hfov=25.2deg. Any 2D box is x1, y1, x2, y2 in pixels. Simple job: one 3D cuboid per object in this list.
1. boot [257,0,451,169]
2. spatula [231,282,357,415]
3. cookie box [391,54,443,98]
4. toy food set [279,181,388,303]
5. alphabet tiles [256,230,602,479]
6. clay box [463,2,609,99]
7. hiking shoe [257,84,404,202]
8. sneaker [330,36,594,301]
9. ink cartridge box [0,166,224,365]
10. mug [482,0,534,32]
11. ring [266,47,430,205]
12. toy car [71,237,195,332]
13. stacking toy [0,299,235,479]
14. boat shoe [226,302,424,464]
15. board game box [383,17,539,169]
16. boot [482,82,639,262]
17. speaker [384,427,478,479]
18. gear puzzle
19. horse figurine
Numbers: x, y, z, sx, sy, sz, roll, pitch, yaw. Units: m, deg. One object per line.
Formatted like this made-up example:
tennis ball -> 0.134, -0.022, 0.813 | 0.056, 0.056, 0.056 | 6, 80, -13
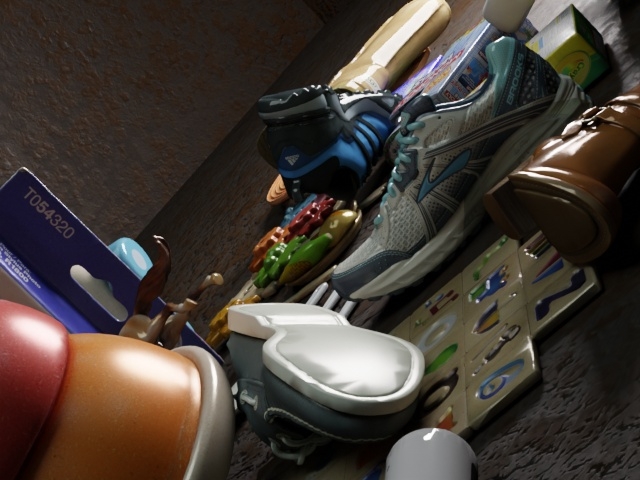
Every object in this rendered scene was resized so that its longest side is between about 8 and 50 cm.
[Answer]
boot -> 0.053, -0.221, 2.046 | 0.236, 0.089, 0.269 | -25, 20, 43
spatula -> -0.014, 0.090, 1.419 | 0.168, 0.019, 0.242 | -36, 14, 44
cookie box -> 0.122, -0.184, 1.891 | 0.107, 0.040, 0.092 | -34, 15, 45
toy food set -> 0.000, 0.000, 1.655 | 0.132, 0.038, 0.192 | -37, 13, 38
alphabet tiles -> 0.066, 0.111, 1.051 | 0.342, 0.011, 0.285 | -42, 11, 16
clay box -> 0.182, -0.130, 1.414 | 0.222, 0.053, 0.127 | -42, 11, 21
hiking shoe -> 0.021, -0.112, 1.730 | 0.113, 0.132, 0.304 | -7, 0, 31
sneaker -> 0.102, -0.065, 1.280 | 0.283, 0.122, 0.110 | -44, 10, 6
ink cartridge box -> -0.326, 0.146, 1.559 | 0.330, 0.324, 0.071 | -46, 11, -3
mug -> 0.281, -0.401, 1.573 | 0.374, 0.276, 0.328 | -64, -2, 15
ring -> 0.047, -0.168, 2.157 | 0.336, 0.032, 0.336 | -42, 10, 9
toy car -> -0.266, 0.112, 1.870 | 0.219, 0.210, 0.238 | -31, 1, 15
stacking toy -> -0.338, 0.139, 1.085 | 0.350, 0.480, 0.350 | -48, 21, 25
boat shoe -> -0.002, 0.116, 1.088 | 0.319, 0.116, 0.099 | -157, 69, -72
board game box -> 0.149, -0.171, 1.688 | 0.194, 0.060, 0.194 | -37, 12, 38
boot -> 0.202, -0.060, 0.999 | 0.152, 0.073, 0.197 | -36, 12, -6
speaker -> 0.057, 0.157, 0.777 | 0.055, 0.055, 0.136 | -41, 11, 19
gear puzzle -> -0.064, 0.020, 1.807 | 0.175, 0.044, 0.339 | -34, 15, 46
horse figurine -> -0.172, 0.133, 1.505 | 0.174, 0.066, 0.263 | -32, 50, 40
